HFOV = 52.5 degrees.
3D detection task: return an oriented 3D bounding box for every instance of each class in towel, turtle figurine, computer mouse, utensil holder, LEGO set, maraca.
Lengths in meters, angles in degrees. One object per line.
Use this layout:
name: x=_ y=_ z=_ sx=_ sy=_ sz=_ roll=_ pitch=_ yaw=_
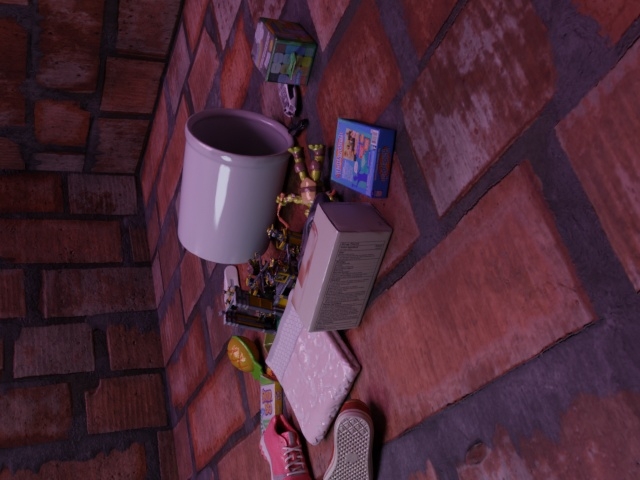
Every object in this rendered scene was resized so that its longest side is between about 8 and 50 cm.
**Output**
towel: x=-0.035 y=0.343 z=1.783 sx=0.317 sy=0.053 sz=0.332 roll=54 pitch=137 yaw=36
turtle figurine: x=-0.016 y=-0.147 z=1.747 sx=0.269 sy=0.087 sz=0.218 roll=1 pitch=95 yaw=46
computer mouse: x=-0.083 y=-0.408 z=1.932 sx=0.106 sy=0.042 sz=0.193 roll=142 pitch=117 yaw=-64
utensil holder: x=-0.277 y=-0.168 z=2.016 sx=0.328 sy=0.327 sz=0.386 roll=-122 pitch=39 yaw=-47
LEGO set: x=-0.181 y=0.109 z=1.892 sx=0.331 sy=0.192 sz=0.255 roll=-54 pitch=30 yaw=41
maraca: x=-0.254 y=0.408 z=2.246 sx=0.186 sy=0.099 sz=0.127 roll=48 pitch=149 yaw=19

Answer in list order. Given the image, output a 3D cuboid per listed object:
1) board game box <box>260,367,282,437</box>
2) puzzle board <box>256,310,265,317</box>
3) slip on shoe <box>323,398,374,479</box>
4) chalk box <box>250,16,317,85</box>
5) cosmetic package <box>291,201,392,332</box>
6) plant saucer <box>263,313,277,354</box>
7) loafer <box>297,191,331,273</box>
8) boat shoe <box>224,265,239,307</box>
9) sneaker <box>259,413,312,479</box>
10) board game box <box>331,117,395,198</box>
board game box: x=-0.161 y=0.556 z=2.126 sx=0.124 sy=0.039 sz=0.260 roll=-1 pitch=87 yaw=63
puzzle board: x=-0.199 y=0.207 z=2.217 sx=0.096 sy=0.011 sz=0.128 roll=-119 pitch=38 yaw=-46
slip on shoe: x=0.073 y=0.532 z=1.581 sx=0.101 sy=0.122 sz=0.332 roll=-70 pitch=-14 yaw=-67
chalk box: x=-0.099 y=-0.532 z=1.859 sx=0.213 sy=0.132 sz=0.132 roll=60 pitch=141 yaw=44
cosmetic package: x=0.044 y=0.065 z=1.558 sx=0.129 sy=0.153 sz=0.296 roll=56 pitch=138 yaw=47
plant saucer: x=-0.112 y=0.307 z=2.002 sx=0.188 sy=0.045 sz=0.189 roll=-128 pitch=44 yaw=-51
loafer: x=0.000 y=0.000 z=1.687 sx=0.303 sy=0.108 sz=0.095 roll=99 pitch=173 yaw=-52
boat shoe: x=-0.337 y=0.189 z=2.446 sx=0.063 sy=0.066 sz=0.184 roll=115 pitch=144 yaw=-66
sneaker: x=-0.099 y=0.638 z=1.908 sx=0.314 sy=0.115 sz=0.136 roll=46 pitch=129 yaw=54
board game box: x=0.098 y=-0.201 z=1.554 sx=0.210 sy=0.047 sz=0.160 roll=34 pitch=122 yaw=59
